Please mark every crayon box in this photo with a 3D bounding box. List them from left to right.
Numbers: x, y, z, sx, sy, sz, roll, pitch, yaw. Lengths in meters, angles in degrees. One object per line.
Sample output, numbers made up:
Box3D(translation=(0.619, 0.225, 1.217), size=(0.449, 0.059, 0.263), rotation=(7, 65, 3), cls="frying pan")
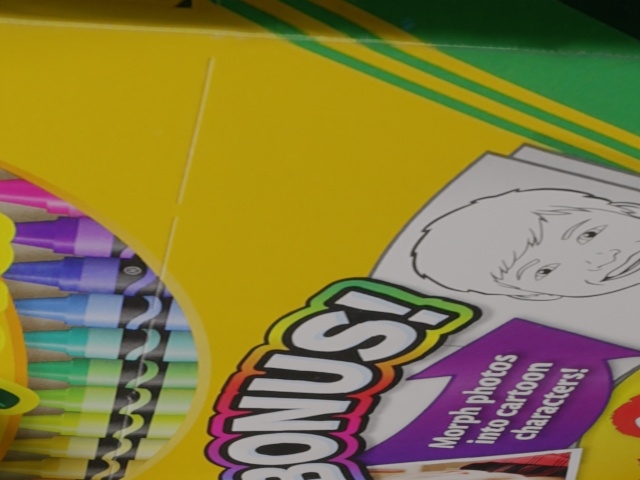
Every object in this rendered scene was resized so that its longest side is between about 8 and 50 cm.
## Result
Box3D(translation=(0.000, 0.000, 0.545), size=(0.313, 0.106, 0.363), rotation=(1, 153, -11), cls="crayon box")
